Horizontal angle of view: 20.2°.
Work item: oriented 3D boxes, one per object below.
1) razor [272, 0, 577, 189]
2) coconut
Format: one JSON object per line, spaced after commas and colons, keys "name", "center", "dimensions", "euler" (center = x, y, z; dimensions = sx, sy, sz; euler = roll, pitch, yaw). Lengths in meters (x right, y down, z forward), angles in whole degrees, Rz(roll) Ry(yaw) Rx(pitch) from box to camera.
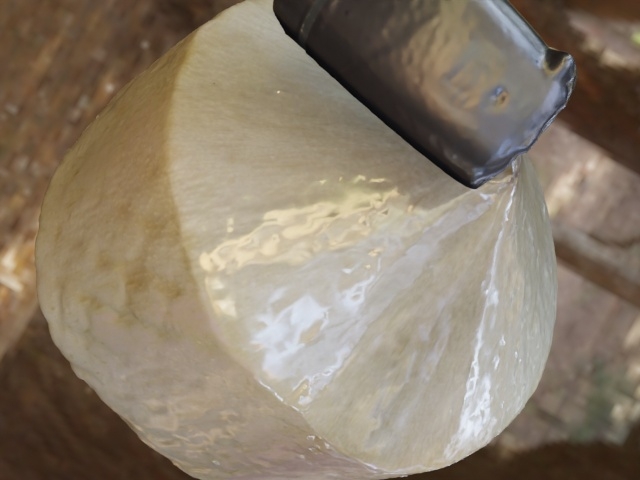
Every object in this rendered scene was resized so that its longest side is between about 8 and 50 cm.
{"name": "razor", "center": [0.053, -0.097, 0.886], "dimensions": [0.090, 0.148, 0.054], "euler": [-46, 172, -1]}
{"name": "coconut", "center": [0.000, 0.000, 1.048], "dimensions": [0.329, 0.328, 0.329], "euler": [-61, 177, -6]}
